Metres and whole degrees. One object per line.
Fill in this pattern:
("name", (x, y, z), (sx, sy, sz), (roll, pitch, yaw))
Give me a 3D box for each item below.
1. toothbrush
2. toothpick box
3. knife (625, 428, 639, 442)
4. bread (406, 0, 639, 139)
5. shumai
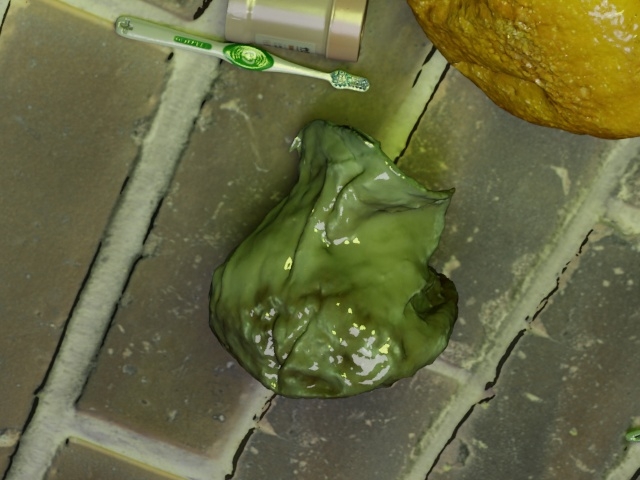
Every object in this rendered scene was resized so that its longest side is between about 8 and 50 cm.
("toothbrush", (-0.091, -0.214, 1.936), (0.304, 0.030, 0.030), (14, 128, 1))
("toothpick box", (-0.024, -0.256, 1.846), (0.149, 0.098, 0.098), (10, 128, 2))
("knife", (0.545, 0.237, 2.185), (0.293, 0.020, 0.043), (-8, 124, 13))
("bread", (0.214, -0.237, 1.682), (0.148, 0.328, 0.337), (-45, 119, -8))
("shumai", (0.000, 0.000, 1.956), (0.330, 0.292, 0.288), (3, 123, 33))
